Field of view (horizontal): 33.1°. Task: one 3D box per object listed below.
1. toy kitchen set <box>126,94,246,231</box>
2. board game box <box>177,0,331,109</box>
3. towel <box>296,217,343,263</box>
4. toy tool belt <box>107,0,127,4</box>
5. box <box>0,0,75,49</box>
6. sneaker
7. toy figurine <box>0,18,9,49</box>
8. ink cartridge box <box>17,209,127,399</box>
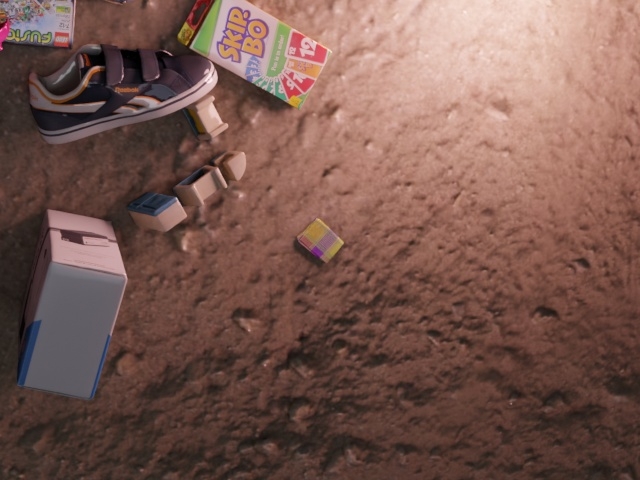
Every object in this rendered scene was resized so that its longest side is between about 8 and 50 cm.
[{"bbox_3d":[-0.264,-0.144,1.930,0.207,0.122,0.166,-38,116,-25],"label":"toy kitchen set"},{"bbox_3d":[-0.118,-0.350,1.936,0.259,0.039,0.124,27,97,-21],"label":"board game box"},{"bbox_3d":[0.000,0.000,2.098,0.083,0.009,0.060,40,91,-25],"label":"towel"},{"bbox_3d":[-0.334,-0.426,1.831,0.083,0.051,0.052,3,106,-19],"label":"toy tool belt"},{"bbox_3d":[-0.516,-0.385,1.795,0.207,0.036,0.114,1,107,-18],"label":"box"},{"bbox_3d":[-0.338,-0.271,1.832,0.321,0.126,0.127,-20,127,-9],"label":"sneaker"},{"bbox_3d":[-0.561,-0.374,1.714,0.173,0.130,0.159,6,117,3],"label":"toy figurine"},{"bbox_3d":[-0.429,0.099,1.832,0.129,0.307,0.223,13,103,-19],"label":"ink cartridge box"}]
